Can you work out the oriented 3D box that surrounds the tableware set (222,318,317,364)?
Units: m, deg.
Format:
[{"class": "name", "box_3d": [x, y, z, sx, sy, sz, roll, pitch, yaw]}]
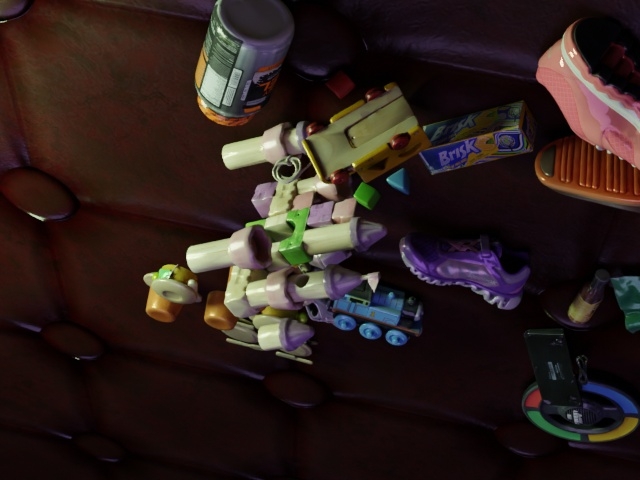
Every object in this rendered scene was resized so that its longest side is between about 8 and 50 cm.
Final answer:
[{"class": "tableware set", "box_3d": [-0.105, 0.182, 2.284, 0.194, 0.039, 0.128, 14, 156, 12]}]

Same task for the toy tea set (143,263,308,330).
[{"class": "toy tea set", "box_3d": [-0.188, 0.077, 2.128, 0.335, 0.124, 0.200, 5, 151, 21]}]

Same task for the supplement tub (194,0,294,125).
[{"class": "supplement tub", "box_3d": [-0.113, -0.256, 1.651, 0.117, 0.117, 0.190, 20, 144, -5]}]

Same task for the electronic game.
[{"class": "electronic game", "box_3d": [0.504, 0.325, 2.235, 0.229, 0.048, 0.229, 10, 143, 8]}]

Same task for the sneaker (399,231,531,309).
[{"class": "sneaker", "box_3d": [0.248, 0.028, 1.917, 0.236, 0.095, 0.104, 19, 137, -12]}]

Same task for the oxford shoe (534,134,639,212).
[{"class": "oxford shoe", "box_3d": [0.489, -0.069, 1.669, 0.363, 0.130, 0.133, 8, 149, 10]}]

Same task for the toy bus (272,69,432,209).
[{"class": "toy bus", "box_3d": [0.062, -0.136, 1.693, 0.202, 0.191, 0.104, 15, 168, 23]}]

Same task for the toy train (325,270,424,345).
[{"class": "toy train", "box_3d": [0.103, 0.125, 2.100, 0.184, 0.080, 0.105, 17, 138, -1]}]

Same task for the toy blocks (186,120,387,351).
[{"class": "toy blocks", "box_3d": [0.000, 0.000, 1.807, 0.260, 0.289, 0.309, -11, 135, 27]}]

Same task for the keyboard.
[{"class": "keyboard", "box_3d": [0.444, 0.234, 2.126, 0.108, 0.023, 0.180, -1, 126, 31]}]

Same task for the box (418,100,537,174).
[{"class": "box", "box_3d": [0.230, -0.151, 1.709, 0.168, 0.059, 0.054, -13, 133, 32]}]

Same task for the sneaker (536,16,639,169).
[{"class": "sneaker", "box_3d": [0.419, -0.162, 1.571, 0.314, 0.116, 0.136, 48, 150, -7]}]

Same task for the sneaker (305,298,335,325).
[{"class": "sneaker", "box_3d": [0.005, 0.131, 2.157, 0.053, 0.061, 0.152, -19, 133, 35]}]

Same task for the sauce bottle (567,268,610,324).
[{"class": "sauce bottle", "box_3d": [0.456, 0.095, 1.958, 0.042, 0.042, 0.128, 15, 146, 1]}]

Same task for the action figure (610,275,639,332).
[{"class": "action figure", "box_3d": [0.605, 0.092, 1.882, 0.232, 0.064, 0.137, -5, 137, 31]}]
